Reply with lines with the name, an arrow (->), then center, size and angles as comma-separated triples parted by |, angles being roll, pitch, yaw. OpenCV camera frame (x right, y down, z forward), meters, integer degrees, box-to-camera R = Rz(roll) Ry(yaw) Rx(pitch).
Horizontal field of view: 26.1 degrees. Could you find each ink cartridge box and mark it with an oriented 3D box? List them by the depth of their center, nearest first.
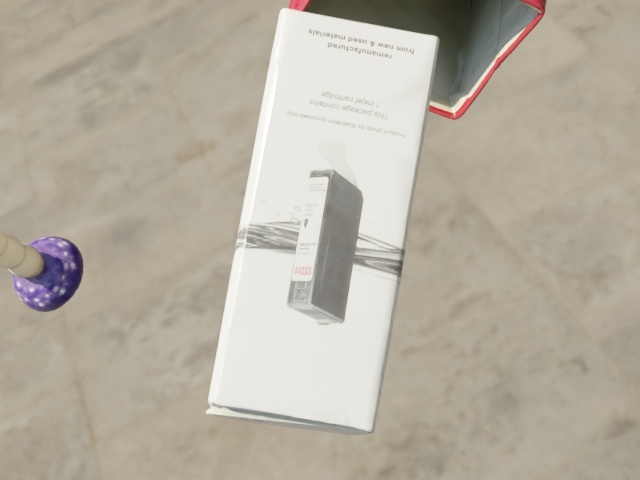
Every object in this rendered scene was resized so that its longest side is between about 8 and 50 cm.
ink cartridge box -> 0.000, 0.000, 0.986 | 0.114, 0.273, 0.197 | 11, -8, -1

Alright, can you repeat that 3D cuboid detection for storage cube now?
storage cube -> 0.090, -0.262, 1.269 | 0.184, 0.215, 0.193 | 127, 159, -54

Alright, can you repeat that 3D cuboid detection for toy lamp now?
toy lamp -> -0.297, -0.016, 1.122 | 0.080, 0.274, 0.080 | -9, 68, 24
